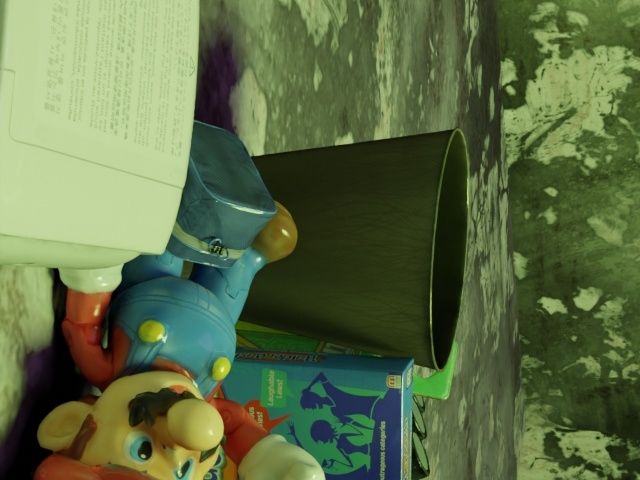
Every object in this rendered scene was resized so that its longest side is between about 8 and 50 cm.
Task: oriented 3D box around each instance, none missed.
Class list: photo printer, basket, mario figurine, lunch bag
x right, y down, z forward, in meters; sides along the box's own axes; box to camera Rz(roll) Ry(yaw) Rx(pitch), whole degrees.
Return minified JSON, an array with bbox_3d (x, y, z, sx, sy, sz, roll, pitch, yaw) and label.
[{"bbox_3d":[-0.150,-0.113,0.697,0.307,0.107,0.256,10,83,-78],"label":"photo printer"},{"bbox_3d":[0.000,0.000,1.076,0.154,0.226,0.204,47,49,-68],"label":"basket"},{"bbox_3d":[-0.087,0.080,0.870,0.170,0.198,0.321,92,7,-53],"label":"mario figurine"},{"bbox_3d":[-0.080,-0.026,0.854,0.067,0.065,0.098,16,36,-42],"label":"lunch bag"}]

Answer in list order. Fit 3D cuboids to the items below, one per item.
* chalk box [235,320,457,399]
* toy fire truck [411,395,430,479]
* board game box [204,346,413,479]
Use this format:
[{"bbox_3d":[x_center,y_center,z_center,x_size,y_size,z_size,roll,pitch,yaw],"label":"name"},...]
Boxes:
[{"bbox_3d":[0.016,0.102,1.173,0.132,0.213,0.132,75,24,-48],"label":"chalk box"},{"bbox_3d":[0.036,0.132,1.401,0.217,0.158,0.246,-83,148,-68],"label":"toy fire truck"},{"bbox_3d":[-0.033,0.169,1.022,0.047,0.210,0.160,-32,123,-72],"label":"board game box"}]
